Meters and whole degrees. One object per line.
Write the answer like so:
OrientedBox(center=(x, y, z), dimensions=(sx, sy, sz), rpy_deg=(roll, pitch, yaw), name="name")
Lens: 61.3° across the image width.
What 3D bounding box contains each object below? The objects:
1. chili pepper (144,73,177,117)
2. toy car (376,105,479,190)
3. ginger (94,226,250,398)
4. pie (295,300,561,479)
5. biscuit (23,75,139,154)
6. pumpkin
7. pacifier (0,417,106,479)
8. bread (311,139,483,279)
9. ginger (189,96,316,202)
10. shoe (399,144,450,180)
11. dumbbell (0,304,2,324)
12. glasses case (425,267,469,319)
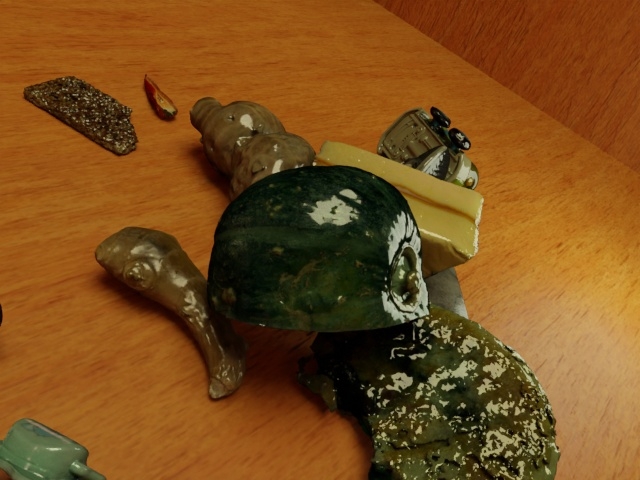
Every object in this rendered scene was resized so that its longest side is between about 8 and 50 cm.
OrientedBox(center=(-0.353, -0.309, 1.164), dimensions=(0.045, 0.027, 0.178), rpy_deg=(-6, 47, -41), name="chili pepper")
OrientedBox(center=(0.266, -0.170, 1.258), dimensions=(0.198, 0.204, 0.247), rpy_deg=(23, 30, -46), name="toy car")
OrientedBox(center=(-0.195, 0.083, 0.735), dimensions=(0.294, 0.086, 0.131), rpy_deg=(48, 19, 21), name="ginger")
OrientedBox(center=(0.147, 0.223, 0.704), dimensions=(0.297, 0.078, 0.371), rpy_deg=(-17, 47, -17), name="pie")
OrientedBox(center=(-0.435, -0.249, 1.043), dimensions=(0.237, 0.026, 0.131), rpy_deg=(31, 38, 8), name="biscuit")
OrientedBox(center=(0.000, 0.000, 0.725), dimensions=(0.263, 0.196, 0.293), rpy_deg=(2, 1, 36), name="pumpkin")
OrientedBox(center=(-0.273, 0.236, 0.504), dimensions=(0.150, 0.126, 0.116), rpy_deg=(17, 71, 15), name="pacifier")
OrientedBox(center=(0.125, -0.070, 0.888), dimensions=(0.264, 0.163, 0.167), rpy_deg=(43, 44, -22), name="bread")
OrientedBox(center=(-0.103, -0.142, 1.000), dimensions=(0.375, 0.176, 0.256), rpy_deg=(43, 23, 25), name="ginger")
OrientedBox(center=(0.164, -0.116, 1.107), dimensions=(0.112, 0.227, 0.099), rpy_deg=(35, -8, 38), name="shoe")
OrientedBox(center=(-0.409, 0.132, 0.507), dimensions=(0.140, 0.124, 0.225), rpy_deg=(13, 38, -18), name="dumbbell")
OrientedBox(center=(0.192, 0.138, 0.907), dimensions=(0.114, 0.060, 0.299), rpy_deg=(12, 38, -10), name="glasses case")
